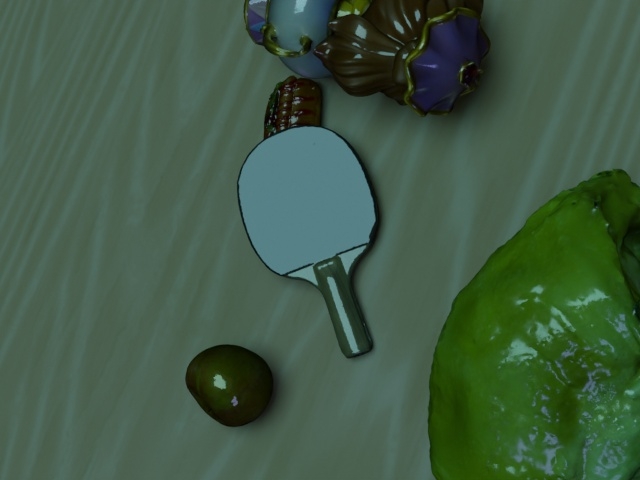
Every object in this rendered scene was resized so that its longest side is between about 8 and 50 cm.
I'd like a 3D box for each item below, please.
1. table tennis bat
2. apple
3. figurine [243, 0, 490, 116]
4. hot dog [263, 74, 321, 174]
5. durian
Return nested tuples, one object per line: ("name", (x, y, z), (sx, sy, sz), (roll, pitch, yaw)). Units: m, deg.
("table tennis bat", (0.000, 0.000, 1.475), (0.138, 0.022, 0.246), (-21, 79, 6))
("apple", (-0.092, 0.144, 1.462), (0.090, 0.089, 0.074), (22, 69, 26))
("figurine", (0.055, -0.210, 1.454), (0.263, 0.142, 0.189), (22, 47, 28))
("hot dog", (-0.033, -0.104, 1.525), (0.062, 0.038, 0.144), (3, 79, 23))
("durian", (0.216, 0.126, 1.278), (0.340, 0.204, 0.256), (-43, 77, 9))
